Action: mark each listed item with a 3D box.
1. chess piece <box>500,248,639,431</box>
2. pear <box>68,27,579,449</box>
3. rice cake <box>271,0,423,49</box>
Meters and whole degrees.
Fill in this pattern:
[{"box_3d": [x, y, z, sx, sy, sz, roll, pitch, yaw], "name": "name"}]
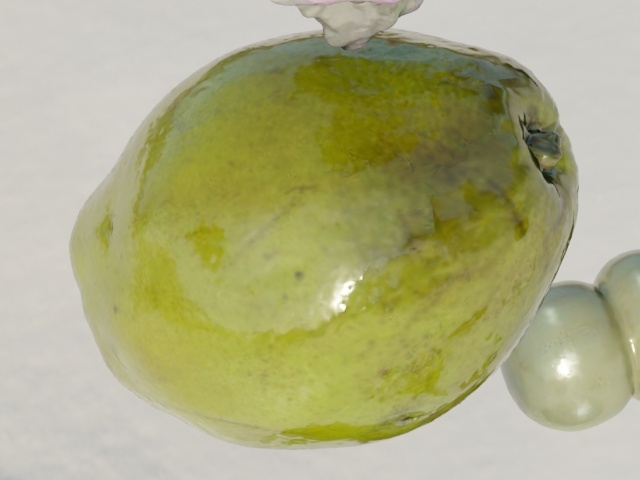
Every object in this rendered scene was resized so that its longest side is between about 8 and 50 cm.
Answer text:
[{"box_3d": [0.320, 0.069, 1.602, 0.330, 0.182, 0.182, -18, 36, -7], "name": "chess piece"}, {"box_3d": [0.000, 0.000, 0.883, 0.269, 0.212, 0.212, -19, 34, 27], "name": "pear"}, {"box_3d": [0.000, -0.273, 0.711, 0.070, 0.399, 0.064, 1, 12, 35], "name": "rice cake"}]
